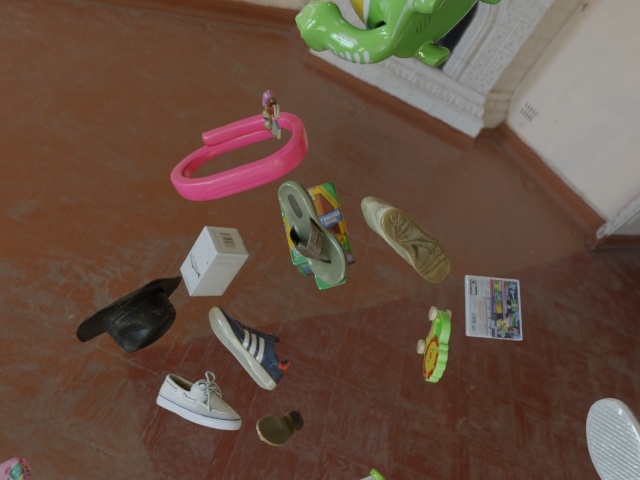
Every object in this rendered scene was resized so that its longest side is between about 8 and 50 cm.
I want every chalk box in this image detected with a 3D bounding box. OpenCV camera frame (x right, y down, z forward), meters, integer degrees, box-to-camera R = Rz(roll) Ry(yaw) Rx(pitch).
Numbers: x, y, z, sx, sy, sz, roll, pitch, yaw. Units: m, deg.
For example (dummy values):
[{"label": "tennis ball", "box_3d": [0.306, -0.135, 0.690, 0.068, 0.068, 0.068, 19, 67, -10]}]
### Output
[{"label": "chalk box", "box_3d": [0.000, 0.000, 1.442, 0.180, 0.179, 0.289, -16, 72, 4]}]

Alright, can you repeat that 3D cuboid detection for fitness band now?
[{"label": "fitness band", "box_3d": [-0.166, -0.172, 0.959, 0.290, 0.054, 0.209, -18, 42, 5]}]

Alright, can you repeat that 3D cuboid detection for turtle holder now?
[{"label": "turtle holder", "box_3d": [0.134, -0.411, 0.733, 0.227, 0.320, 0.243, 48, 30, 13]}]

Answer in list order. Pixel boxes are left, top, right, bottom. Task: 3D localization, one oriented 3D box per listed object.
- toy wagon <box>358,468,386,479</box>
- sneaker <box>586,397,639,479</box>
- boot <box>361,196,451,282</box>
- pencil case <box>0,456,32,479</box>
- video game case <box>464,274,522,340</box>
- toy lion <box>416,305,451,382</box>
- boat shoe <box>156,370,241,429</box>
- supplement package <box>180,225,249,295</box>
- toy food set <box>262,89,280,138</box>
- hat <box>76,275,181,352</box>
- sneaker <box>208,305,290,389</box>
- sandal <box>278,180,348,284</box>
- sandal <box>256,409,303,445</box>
[{"label": "toy wagon", "box_3d": [0.142, 0.866, 1.423, 0.068, 0.344, 0.267, 44, 77, -11]}, {"label": "sneaker", "box_3d": [0.599, 0.414, 0.868, 0.161, 0.102, 0.282, -13, 83, -33]}, {"label": "boot", "box_3d": [0.224, -0.008, 1.263, 0.262, 0.095, 0.203, 41, 3, -22]}, {"label": "pencil case", "box_3d": [-0.691, 0.489, 0.856, 0.284, 0.124, 0.124, -3, 51, -30]}, {"label": "video game case", "box_3d": [0.568, 0.220, 1.547, 0.183, 0.023, 0.201, 6, 72, -3]}, {"label": "toy lion", "box_3d": [0.181, 0.165, 0.732, 0.034, 0.100, 0.096, 15, 16, -1]}, {"label": "boat shoe", "box_3d": [-0.414, 0.541, 1.650, 0.136, 0.367, 0.157, 27, 73, -54]}, {"label": "supplement package", "box_3d": [-0.298, 0.060, 1.309, 0.105, 0.179, 0.105, 4, 43, -44]}, {"label": "toy food set", "box_3d": [-0.094, -0.239, 0.875, 0.019, 0.078, 0.122, -4, 23, -14]}, {"label": "hat", "box_3d": [-0.531, 0.243, 1.395, 0.331, 0.331, 0.134, -28, 81, -43]}, {"label": "sneaker", "box_3d": [-0.234, 0.338, 1.606, 0.148, 0.131, 0.350, -42, 107, -27]}, {"label": "sandal", "box_3d": [-0.038, -0.012, 1.229, 0.086, 0.120, 0.303, -26, 84, -54]}, {"label": "sandal", "box_3d": [-0.136, 0.549, 1.349, 0.088, 0.079, 0.240, 61, 17, 21]}]
